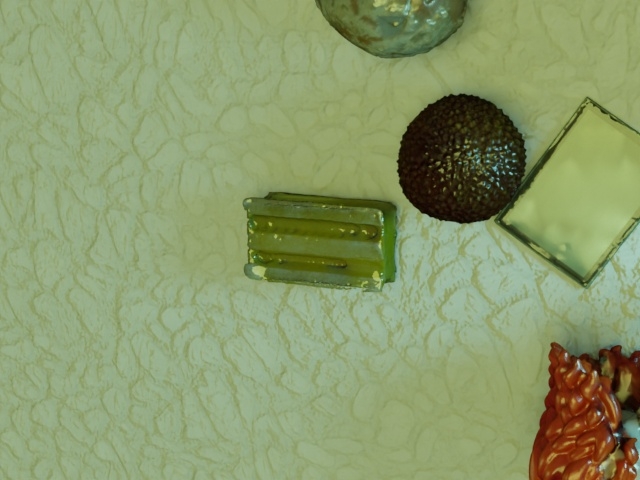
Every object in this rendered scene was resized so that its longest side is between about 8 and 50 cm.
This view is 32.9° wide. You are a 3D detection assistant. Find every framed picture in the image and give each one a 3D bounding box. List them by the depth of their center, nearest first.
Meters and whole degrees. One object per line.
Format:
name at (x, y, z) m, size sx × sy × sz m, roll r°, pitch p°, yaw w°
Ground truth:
framed picture at (0.384, -0.066, 1.561) m, size 0.173 × 0.010 × 0.231 m, roll 38°, pitch 111°, yaw 7°

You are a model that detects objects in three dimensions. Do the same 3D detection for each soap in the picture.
soap at (-0.001, 0.000, 1.673) m, size 0.233 × 0.076 × 0.135 m, roll 4°, pitch 104°, yaw 19°

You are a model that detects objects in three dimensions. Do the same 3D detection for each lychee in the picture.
lychee at (0.202, -0.111, 1.530) m, size 0.194 × 0.194 × 0.194 m, roll 4°, pitch 103°, yaw 18°

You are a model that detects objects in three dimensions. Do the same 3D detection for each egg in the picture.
egg at (0.092, -0.353, 1.502) m, size 0.233 × 0.195 × 0.195 m, roll 37°, pitch 111°, yaw 21°

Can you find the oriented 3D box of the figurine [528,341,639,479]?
figurine at (0.471, 0.248, 1.475) m, size 0.411 × 0.241 × 0.306 m, roll -27°, pitch 95°, yaw 27°
